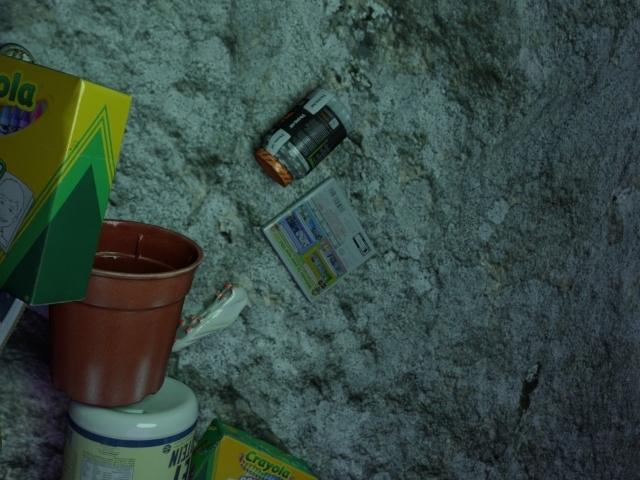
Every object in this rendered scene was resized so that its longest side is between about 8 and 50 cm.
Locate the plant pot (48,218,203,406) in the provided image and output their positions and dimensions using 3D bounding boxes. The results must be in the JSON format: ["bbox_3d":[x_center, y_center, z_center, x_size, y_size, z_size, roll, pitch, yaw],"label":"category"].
[{"bbox_3d":[-0.363,0.129,1.123,0.272,0.272,0.265,4,108,-26],"label":"plant pot"}]

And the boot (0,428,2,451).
[{"bbox_3d":[-0.680,0.399,1.059,0.269,0.236,0.089,-19,149,-18],"label":"boot"}]

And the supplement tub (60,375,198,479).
[{"bbox_3d":[-0.366,0.438,1.197,0.235,0.235,0.325,5,100,-26],"label":"supplement tub"}]

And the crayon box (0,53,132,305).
[{"bbox_3d":[-0.477,-0.115,0.945,0.106,0.363,0.313,-2,110,-63],"label":"crayon box"}]

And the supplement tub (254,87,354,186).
[{"bbox_3d":[-0.034,-0.204,1.264,0.190,0.117,0.117,-45,116,-10],"label":"supplement tub"}]

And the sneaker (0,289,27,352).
[{"bbox_3d":[-0.596,0.114,1.070,0.153,0.099,0.282,26,104,-27],"label":"sneaker"}]

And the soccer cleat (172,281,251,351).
[{"bbox_3d":[-0.225,0.170,1.295,0.196,0.068,0.076,-41,118,-14],"label":"soccer cleat"}]

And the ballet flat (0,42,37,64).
[{"bbox_3d":[-0.484,-0.230,1.075,0.072,0.068,0.213,-28,113,-16],"label":"ballet flat"}]

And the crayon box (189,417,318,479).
[{"bbox_3d":[-0.161,0.530,1.399,0.278,0.081,0.165,35,86,-27],"label":"crayon box"}]

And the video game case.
[{"bbox_3d":[0.000,0.000,1.381,0.193,0.023,0.212,-38,116,-13],"label":"video game case"}]
